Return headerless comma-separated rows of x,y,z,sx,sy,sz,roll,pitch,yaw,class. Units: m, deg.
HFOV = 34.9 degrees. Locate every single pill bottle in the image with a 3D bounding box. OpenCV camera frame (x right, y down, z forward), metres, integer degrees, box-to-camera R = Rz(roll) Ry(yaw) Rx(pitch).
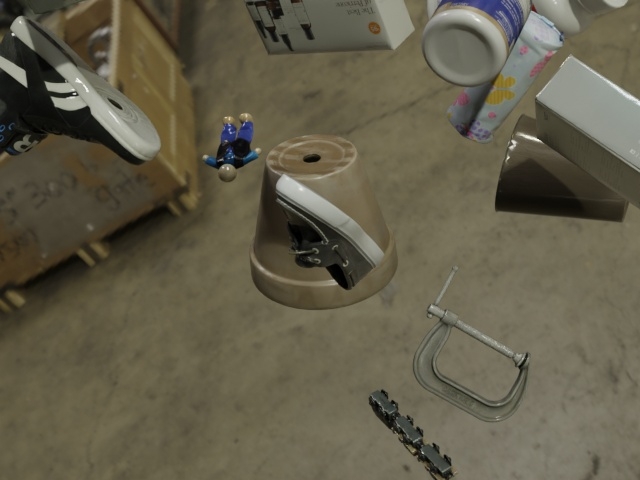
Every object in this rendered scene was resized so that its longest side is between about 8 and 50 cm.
0.291,-0.406,1.822,0.153,0.153,0.265,-7,38,36,pill bottle
0.451,-0.533,2.218,0.407,0.229,0.229,-10,44,46,pill bottle

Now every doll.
-0.183,-0.183,2.092,0.129,0.046,0.189,-10,42,12,doll

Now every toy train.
0.101,0.222,1.139,0.027,0.036,0.158,-26,37,-17,toy train

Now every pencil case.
0.357,-0.319,1.994,0.273,0.113,0.124,-57,4,33,pencil case

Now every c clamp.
0.181,0.131,1.183,0.137,0.160,0.022,-55,6,0,c clamp

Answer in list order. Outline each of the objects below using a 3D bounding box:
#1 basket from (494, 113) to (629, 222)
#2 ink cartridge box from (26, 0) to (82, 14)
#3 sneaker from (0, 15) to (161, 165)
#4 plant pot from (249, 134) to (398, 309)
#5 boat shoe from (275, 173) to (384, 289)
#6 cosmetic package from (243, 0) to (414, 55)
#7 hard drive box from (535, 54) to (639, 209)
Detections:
0.460,-0.121,1.881,0.227,0.154,0.204,14,64,18,basket
-0.225,-0.333,0.920,0.153,0.208,0.087,-20,-3,-5,ink cartridge box
-0.259,-0.115,1.020,0.217,0.079,0.121,44,103,22,sneaker
-0.004,-0.057,2.149,0.323,0.280,0.323,-4,34,3,plant pot
0.000,0.000,1.159,0.080,0.228,0.076,34,87,28,boat shoe
0.007,-0.312,1.403,0.239,0.099,0.060,7,45,43,cosmetic package
0.438,-0.149,1.519,0.232,0.181,0.089,38,88,17,hard drive box
